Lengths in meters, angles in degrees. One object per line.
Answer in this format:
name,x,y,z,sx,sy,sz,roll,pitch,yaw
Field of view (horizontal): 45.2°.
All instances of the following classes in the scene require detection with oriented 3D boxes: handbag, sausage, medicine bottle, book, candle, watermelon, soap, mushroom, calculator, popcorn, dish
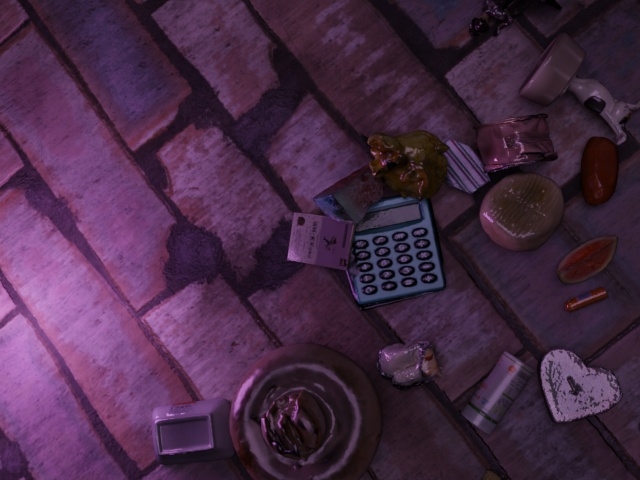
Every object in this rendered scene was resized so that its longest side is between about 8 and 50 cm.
handbag,0.459,-0.229,1.809,0.179,0.205,0.116,-8,93,40
sausage,0.660,-0.169,1.818,0.089,0.089,0.179,4,75,11
medicine bottle,0.415,0.355,1.801,0.086,0.086,0.183,36,90,12
book,0.000,0.000,1.922,0.181,0.014,0.127,9,89,31
candle,0.583,0.349,1.779,0.192,0.068,0.168,30,86,14
watermelon,0.102,-0.138,1.896,0.241,0.154,0.094,-38,109,-20
soap,0.347,-0.179,1.890,0.100,0.056,0.149,-39,78,7
mushroom,-0.039,0.418,1.771,0.362,0.294,0.362,-2,82,12
calculator,0.170,0.022,1.900,0.248,0.058,0.274,-12,83,10
watermelon,0.619,0.040,1.811,0.163,0.087,0.069,-33,48,4
popcorn,0.200,-0.182,1.819,0.195,0.168,0.173,1,53,-17
dish,-0.330,0.484,1.929,0.212,0.077,0.151,-9,82,10
sausage,0.623,0.142,1.815,0.107,0.031,0.031,-23,80,9

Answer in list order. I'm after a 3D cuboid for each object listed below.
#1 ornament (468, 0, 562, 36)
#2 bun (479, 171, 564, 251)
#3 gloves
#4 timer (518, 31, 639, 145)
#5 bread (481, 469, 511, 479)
ornament,0.455,-0.580,1.912,0.196,0.153,0.166,-41,76,28
bun,0.477,-0.068,1.822,0.178,0.128,0.193,39,80,12
gloves,0.213,0.301,1.854,0.153,0.070,0.114,-13,89,16
timer,0.629,-0.350,1.820,0.266,0.175,0.175,34,90,2
bread,0.406,0.621,1.769,0.152,0.127,0.147,28,89,29
